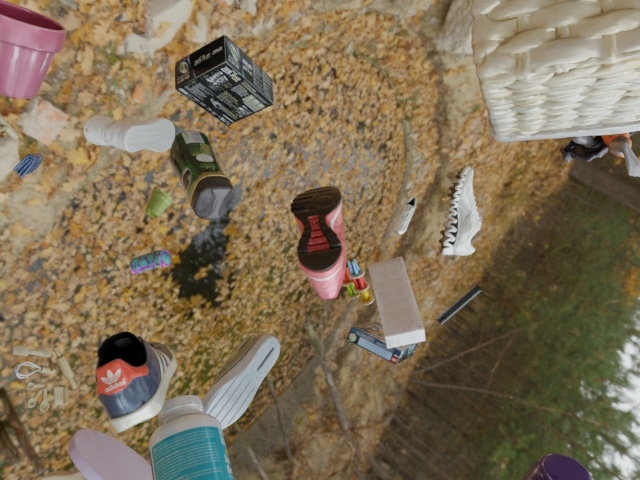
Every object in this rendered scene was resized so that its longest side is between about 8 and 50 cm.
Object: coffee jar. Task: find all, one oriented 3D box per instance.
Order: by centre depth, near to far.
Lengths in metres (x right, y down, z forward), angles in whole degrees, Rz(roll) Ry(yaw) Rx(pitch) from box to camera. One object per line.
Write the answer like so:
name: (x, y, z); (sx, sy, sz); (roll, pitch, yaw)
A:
coffee jar: (-0.240, -0.131, 1.007); (0.079, 0.184, 0.096); (-4, 139, -37)

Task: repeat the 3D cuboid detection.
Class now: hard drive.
hard drive: (0.370, 0.169, 1.323); (0.135, 0.022, 0.094); (-44, 162, 13)

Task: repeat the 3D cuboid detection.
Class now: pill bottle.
pill bottle: (-0.250, 0.443, 0.968); (0.146, 0.264, 0.146); (-16, 144, -12)

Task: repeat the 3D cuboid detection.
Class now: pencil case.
pencil case: (-0.628, 0.079, 1.837); (0.064, 0.151, 0.070); (53, 33, -41)

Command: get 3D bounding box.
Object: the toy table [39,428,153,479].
toy table: (-0.538, 0.614, 1.223); (0.161, 0.274, 0.252); (-51, 170, -1)

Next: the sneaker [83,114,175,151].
sneaker: (-0.564, -0.326, 1.476); (0.292, 0.169, 0.108); (-42, 145, -74)

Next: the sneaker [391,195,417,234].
sneaker: (0.278, -0.087, 1.645); (0.061, 0.053, 0.152); (100, 16, -58)

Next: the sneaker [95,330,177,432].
sneaker: (-0.387, 0.246, 1.035); (0.131, 0.350, 0.148); (-25, 102, -13)

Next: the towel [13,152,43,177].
towel: (-0.765, -0.200, 1.311); (0.029, 0.119, 0.067); (43, 85, -21)

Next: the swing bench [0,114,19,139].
swing bench: (-0.869, -0.271, 1.075); (0.253, 0.165, 0.255); (-22, 113, 10)

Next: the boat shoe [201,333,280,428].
boat shoe: (-0.218, 0.361, 1.281); (0.302, 0.094, 0.109); (-46, 121, -40)

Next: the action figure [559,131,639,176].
action figure: (0.594, -0.286, 0.919); (0.178, 0.330, 0.341); (37, 109, -23)

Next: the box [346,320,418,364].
box: (0.191, 0.301, 1.487); (0.233, 0.159, 0.044); (13, 99, -66)

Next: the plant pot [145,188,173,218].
plant pot: (-0.572, -0.122, 1.742); (0.083, 0.083, 0.079); (80, 29, -56)

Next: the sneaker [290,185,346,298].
sneaker: (-0.001, 0.000, 1.105); (0.314, 0.115, 0.136); (-89, 170, -49)

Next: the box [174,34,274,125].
box: (-0.217, -0.360, 1.143); (0.180, 0.147, 0.078); (28, 50, -55)

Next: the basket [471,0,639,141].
basket: (0.305, -0.287, 0.470); (0.266, 0.331, 0.329); (-1, 89, -64)

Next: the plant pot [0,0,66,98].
plant pot: (-0.719, -0.442, 1.162); (0.201, 0.201, 0.180); (-14, 133, -57)

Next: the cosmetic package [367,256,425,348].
cosmetic package: (0.192, 0.155, 1.279); (0.098, 0.239, 0.061); (-14, 134, 6)

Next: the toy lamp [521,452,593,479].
toy lamp: (0.219, 0.341, 0.518); (0.080, 0.080, 0.275); (-24, 126, -50)

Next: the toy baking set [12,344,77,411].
toy baking set: (-0.905, 0.440, 1.643); (0.197, 0.030, 0.256); (-39, 111, -73)

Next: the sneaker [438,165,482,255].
sneaker: (0.461, -0.091, 1.598); (0.110, 0.118, 0.292); (-56, 154, -78)

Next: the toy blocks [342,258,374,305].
toy blocks: (0.098, 0.116, 1.522); (0.054, 0.123, 0.148); (-32, 116, -23)
